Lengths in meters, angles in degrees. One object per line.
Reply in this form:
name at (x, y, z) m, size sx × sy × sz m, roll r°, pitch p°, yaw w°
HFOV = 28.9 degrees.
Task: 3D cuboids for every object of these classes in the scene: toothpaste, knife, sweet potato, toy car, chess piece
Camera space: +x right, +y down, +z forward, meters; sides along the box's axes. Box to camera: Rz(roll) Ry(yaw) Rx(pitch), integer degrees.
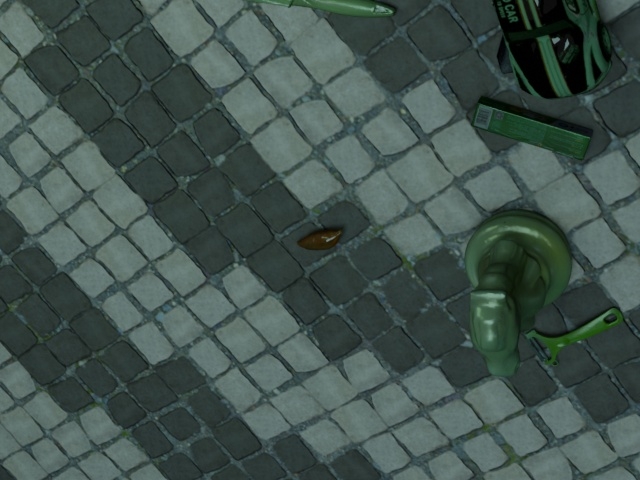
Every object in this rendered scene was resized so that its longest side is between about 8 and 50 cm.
toothpaste at (0.318, -0.169, 1.869) m, size 0.178 × 0.037 × 0.043 m, roll 18°, pitch 120°, yaw 9°
knife at (0.421, 0.155, 2.031) m, size 0.166 × 0.022 × 0.078 m, roll -27°, pitch 112°, yaw 32°
sweet potato at (0.000, 0.000, 2.088) m, size 0.095 × 0.034 × 0.034 m, roll -12°, pitch 114°, yaw 37°
toy car at (0.297, -0.325, 1.687) m, size 0.136 × 0.125 × 0.305 m, roll -10°, pitch 111°, yaw 27°
knife at (-0.026, -0.371, 1.887) m, size 0.293 × 0.020 × 0.043 m, roll 10°, pitch 124°, yaw 16°
chess piece at (0.282, 0.087, 1.876) m, size 0.176 × 0.298 × 0.175 m, roll 8°, pitch 119°, yaw 15°

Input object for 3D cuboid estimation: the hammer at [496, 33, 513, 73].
hammer at (0.321, -0.363, 1.753) m, size 0.137 × 0.037 × 0.289 m, roll 23°, pitch 124°, yaw 8°
